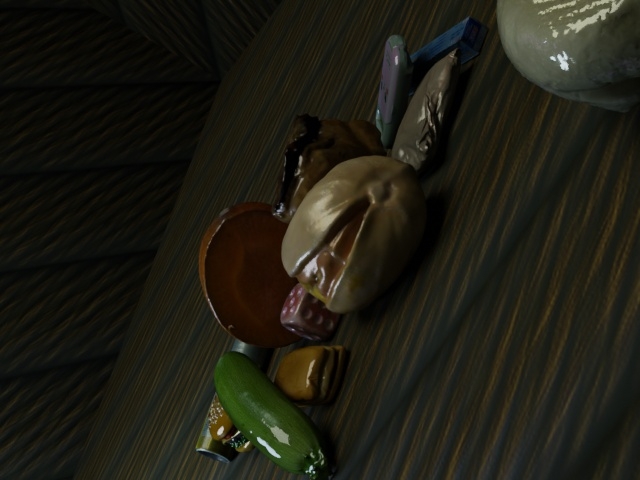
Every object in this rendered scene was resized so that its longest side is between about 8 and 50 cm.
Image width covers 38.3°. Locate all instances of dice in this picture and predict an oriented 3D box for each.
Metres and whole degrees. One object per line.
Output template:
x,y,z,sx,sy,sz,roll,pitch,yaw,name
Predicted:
-0.017,0.139,1.802,0.091,0.093,0.094,-16,50,65,dice

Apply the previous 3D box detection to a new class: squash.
-0.098,0.313,1.652,0.395,0.107,0.107,35,97,51,squash

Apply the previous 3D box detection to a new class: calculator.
0.152,-0.304,1.912,0.141,0.045,0.246,-97,10,-54,calculator

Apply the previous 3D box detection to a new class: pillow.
0.199,-0.226,1.777,0.173,0.067,0.270,-40,28,61,pillow

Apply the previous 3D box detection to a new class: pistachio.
0.064,-0.012,1.636,0.309,0.229,0.230,-58,18,30,pistachio

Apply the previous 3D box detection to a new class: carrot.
-0.116,0.067,1.851,0.258,0.307,0.100,-35,27,-13,carrot

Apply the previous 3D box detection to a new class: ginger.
0.024,-0.118,1.808,0.269,0.223,0.200,-84,10,-55,ginger

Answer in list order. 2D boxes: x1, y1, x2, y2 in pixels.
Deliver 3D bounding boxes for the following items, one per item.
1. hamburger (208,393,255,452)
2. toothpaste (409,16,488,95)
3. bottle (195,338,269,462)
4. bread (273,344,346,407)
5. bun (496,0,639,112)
-0.155,0.342,1.854,0.162,0.115,0.162,-52,19,27,hamburger
0.240,-0.373,1.896,0.272,0.053,0.066,-22,39,64,toothpaste
-0.185,0.332,2.001,0.082,0.082,0.286,-29,38,59,bottle
-0.027,0.251,1.718,0.200,0.077,0.116,-25,49,62,bread
0.394,-0.308,1.137,0.365,0.219,0.365,-33,34,26,bun
